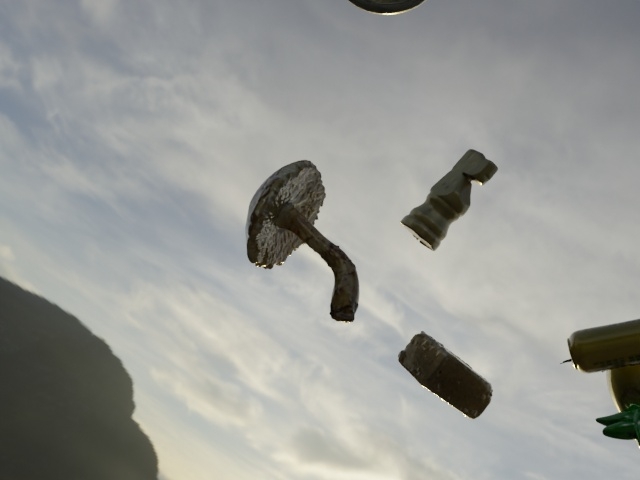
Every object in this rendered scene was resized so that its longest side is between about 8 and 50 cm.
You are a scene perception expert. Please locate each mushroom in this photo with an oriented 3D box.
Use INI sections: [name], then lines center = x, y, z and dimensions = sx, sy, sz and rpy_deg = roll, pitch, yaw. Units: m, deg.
[mushroom]
center = -0.017, 0.003, 1.189
dimensions = 0.302, 0.233, 0.208
rpy_deg = 49, -25, -4

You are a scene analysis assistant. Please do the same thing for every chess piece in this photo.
[chess piece]
center = 0.244, -0.082, 1.120
dimensions = 0.090, 0.200, 0.090
rpy_deg = 39, 2, -1

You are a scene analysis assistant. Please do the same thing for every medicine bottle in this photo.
[medicine bottle]
center = 0.489, 0.136, 0.842
dimensions = 0.260, 0.064, 0.095
rpy_deg = -16, -28, 22

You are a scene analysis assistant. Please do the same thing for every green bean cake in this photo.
[green bean cake]
center = 0.247, 0.263, 1.168
dimensions = 0.179, 0.085, 0.109
rpy_deg = 38, 0, -27

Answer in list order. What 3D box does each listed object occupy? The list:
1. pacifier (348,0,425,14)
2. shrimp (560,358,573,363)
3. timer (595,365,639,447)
[pacifier]
center = 0.141, -0.520, 0.974
dimensions = 0.299, 0.233, 0.244
rpy_deg = 26, -48, 13
[shrimp]
center = 0.673, 0.252, 1.390
dimensions = 0.232, 0.079, 0.090
rpy_deg = -20, -76, 18
[timer]
center = 0.578, 0.262, 0.981
dimensions = 0.285, 0.285, 0.285
rpy_deg = 26, -30, 17
